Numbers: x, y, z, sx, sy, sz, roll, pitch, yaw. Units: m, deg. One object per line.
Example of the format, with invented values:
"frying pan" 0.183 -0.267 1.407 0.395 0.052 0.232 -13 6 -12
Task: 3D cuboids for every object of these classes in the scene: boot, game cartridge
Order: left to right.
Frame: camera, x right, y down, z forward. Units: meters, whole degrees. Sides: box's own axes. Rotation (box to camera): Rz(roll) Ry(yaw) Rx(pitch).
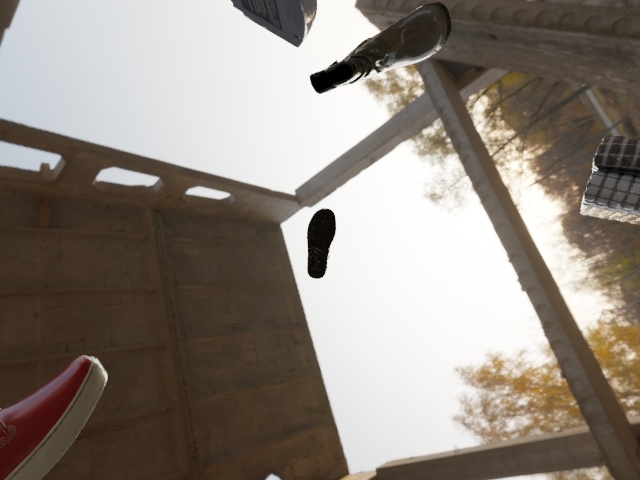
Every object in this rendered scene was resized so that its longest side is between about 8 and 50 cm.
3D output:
"boot" -0.346 0.177 0.383 0.176 0.088 0.244 51 -123 -21
"game cartridge" -0.100 -0.475 0.765 0.198 0.062 0.297 27 -178 0
"boot" 0.001 0.000 0.682 0.099 0.045 0.121 -78 -5 -76
"boot" 0.101 -0.330 0.750 0.161 0.246 0.084 -41 -68 -32

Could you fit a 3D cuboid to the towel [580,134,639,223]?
"towel" 0.569 -0.084 0.668 0.283 0.234 0.122 1 -77 -57
